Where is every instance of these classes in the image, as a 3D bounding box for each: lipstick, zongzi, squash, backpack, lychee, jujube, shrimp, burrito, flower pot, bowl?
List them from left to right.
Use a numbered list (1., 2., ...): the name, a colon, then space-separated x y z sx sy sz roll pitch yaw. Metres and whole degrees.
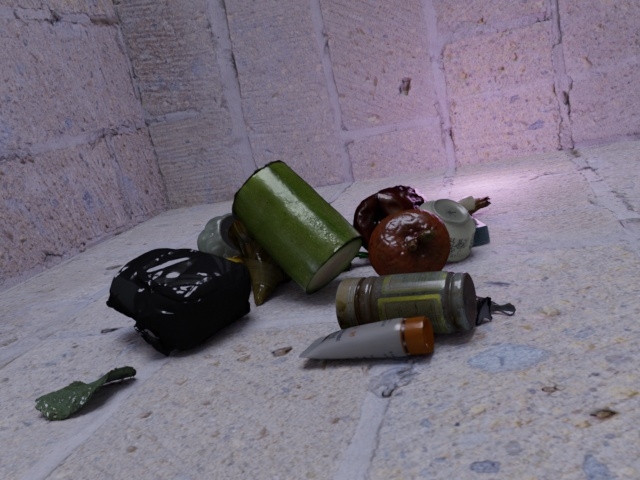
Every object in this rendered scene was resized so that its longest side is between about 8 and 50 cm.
1. backpack: -0.443 0.163 1.826 0.446 0.254 0.363 18 31 36
2. flower pot: -0.359 0.018 2.342 0.246 0.246 0.195 -25 -13 -42
3. zongzi: -0.231 0.067 2.047 0.134 0.286 0.288 -53 -4 40
4. squash: -0.079 -0.044 1.948 0.384 0.263 0.263 45 42 18
5. jujube: 0.265 -0.084 2.215 0.259 0.258 0.377 -4 16 28
6. lychee: 0.264 0.023 1.797 0.255 0.255 0.300 -11 -22 1
7. bowl: 0.411 -0.053 1.994 0.238 0.126 0.237 9 41 -8
8. burrito: 0.499 -0.112 2.242 0.226 0.060 0.087 -24 12 -32
9. shrimp: 0.596 -0.127 2.497 0.249 0.068 0.150 -18 9 -6
10. lipstick: 0.538 -0.051 2.231 0.068 0.066 0.317 -15 14 -2

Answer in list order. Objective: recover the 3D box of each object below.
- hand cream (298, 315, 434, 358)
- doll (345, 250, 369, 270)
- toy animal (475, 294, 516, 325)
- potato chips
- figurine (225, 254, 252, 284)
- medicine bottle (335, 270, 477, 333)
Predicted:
1. hand cream: 0.111 0.241 1.432 0.314 0.089 0.140 -13 7 23
2. doll: 0.067 0.022 2.123 0.134 0.186 0.106 -37 8 18
3. toy animal: 0.388 0.168 1.546 0.105 0.070 0.202 -6 6 -36
4. potato chips: -0.581 0.371 1.509 0.167 0.059 0.228 -13 10 39
5. figurine: -0.346 0.141 2.109 0.246 0.131 0.156 -26 -6 -15
6. medicine bottle: 0.212 0.157 1.491 0.323 0.151 0.151 -6 15 28
